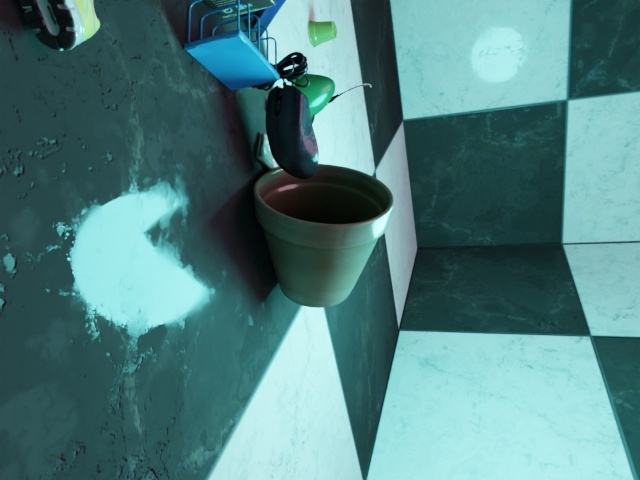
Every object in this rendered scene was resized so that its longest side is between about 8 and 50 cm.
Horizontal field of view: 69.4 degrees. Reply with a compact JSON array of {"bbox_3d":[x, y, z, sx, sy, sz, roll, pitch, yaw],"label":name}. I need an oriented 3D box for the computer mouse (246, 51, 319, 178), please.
[{"bbox_3d":[-0.084,-0.263,1.037,0.072,0.188,0.272,-29,111,-41],"label":"computer mouse"}]

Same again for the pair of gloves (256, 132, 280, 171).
[{"bbox_3d":[-0.093,-0.257,1.230,0.204,0.042,0.240,58,35,-54],"label":"pair of gloves"}]

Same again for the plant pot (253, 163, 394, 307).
[{"bbox_3d":[0.000,0.000,1.134,0.323,0.323,0.280,-61,159,-55],"label":"plant pot"}]

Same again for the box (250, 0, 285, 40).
[{"bbox_3d":[-0.116,-0.561,1.021,0.037,0.225,0.136,1,80,-29],"label":"box"}]

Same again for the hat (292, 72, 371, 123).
[{"bbox_3d":[0.035,-0.453,1.392,0.173,0.184,0.208,62,32,-50],"label":"hat"}]

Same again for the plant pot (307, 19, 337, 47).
[{"bbox_3d":[0.010,-0.678,1.501,0.083,0.079,0.083,-1,90,-69],"label":"plant pot"}]

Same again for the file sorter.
[{"bbox_3d":[-0.172,-0.396,0.923,0.170,0.118,0.104,24,62,-68],"label":"file sorter"}]

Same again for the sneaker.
[{"bbox_3d":[-0.329,-0.344,0.557,0.094,0.082,0.208,-70,158,-61],"label":"sneaker"}]

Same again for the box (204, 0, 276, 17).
[{"bbox_3d":[-0.216,-0.575,0.791,0.381,0.143,0.191,4,84,-68],"label":"box"}]
